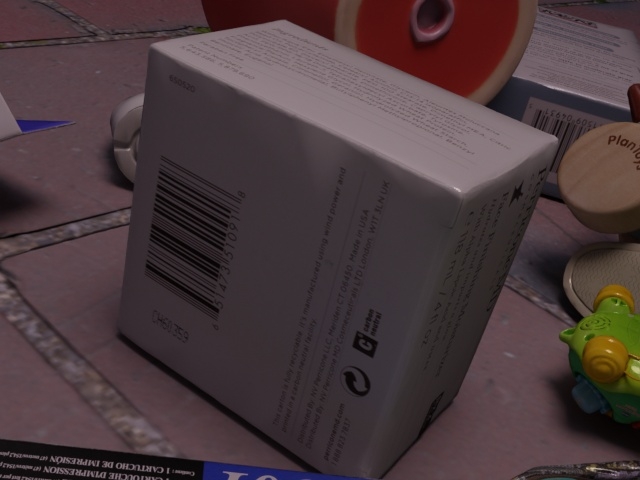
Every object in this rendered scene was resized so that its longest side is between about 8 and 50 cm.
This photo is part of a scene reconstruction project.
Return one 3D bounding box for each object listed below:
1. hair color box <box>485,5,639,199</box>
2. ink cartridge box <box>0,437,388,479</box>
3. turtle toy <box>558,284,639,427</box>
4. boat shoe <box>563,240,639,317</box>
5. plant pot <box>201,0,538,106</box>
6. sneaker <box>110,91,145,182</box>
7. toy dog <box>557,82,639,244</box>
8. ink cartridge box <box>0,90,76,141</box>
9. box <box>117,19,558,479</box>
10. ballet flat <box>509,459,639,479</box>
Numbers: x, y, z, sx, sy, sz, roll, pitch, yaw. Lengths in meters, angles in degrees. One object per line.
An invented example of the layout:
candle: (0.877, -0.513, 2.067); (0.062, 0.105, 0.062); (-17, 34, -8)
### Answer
hair color box: (0.269, -0.172, 0.926); (0.185, 0.114, 0.374); (18, 30, 5)
ink cartridge box: (-0.062, 0.135, 0.318); (0.207, 0.046, 0.097); (9, 31, -10)
turtle toy: (0.208, 0.088, 0.498); (0.130, 0.066, 0.095); (23, 30, 14)
boat shoe: (0.285, 0.071, 0.576); (0.233, 0.084, 0.079); (24, -8, 30)
plant pot: (0.047, -0.230, 0.741); (0.274, 0.275, 0.243); (-2, 28, -26)
sneaker: (-0.054, -0.087, 0.673); (0.235, 0.090, 0.095); (7, 19, -17)
toy dog: (0.349, -0.075, 0.601); (0.333, 0.220, 0.161); (-1, 65, 17)
ink cartridge box: (-0.302, -0.070, 0.504); (0.206, 0.045, 0.208); (6, 22, 29)
box: (0.000, 0.000, 0.439); (0.181, 0.181, 0.119); (28, 33, 24)
ballet flat: (0.133, 0.134, 0.423); (0.114, 0.041, 0.041); (3, 31, -19)
